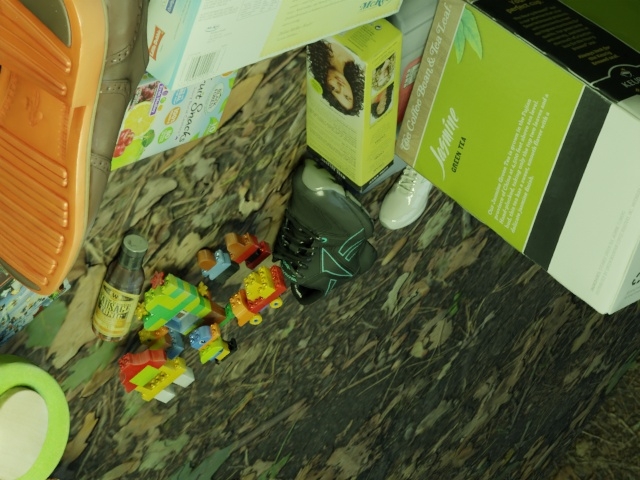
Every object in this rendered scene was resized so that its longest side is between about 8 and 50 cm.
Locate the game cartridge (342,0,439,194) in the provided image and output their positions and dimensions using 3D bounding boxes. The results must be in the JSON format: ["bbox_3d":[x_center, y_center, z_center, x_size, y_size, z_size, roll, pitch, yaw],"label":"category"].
[{"bbox_3d":[0.119,-0.194,1.943,0.196,0.060,0.294,-39,157,-32],"label":"game cartridge"}]

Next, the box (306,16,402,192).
[{"bbox_3d":[0.033,-0.150,1.810,0.058,0.087,0.232,-41,156,-22],"label":"box"}]

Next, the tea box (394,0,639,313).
[{"bbox_3d":[0.318,-0.133,1.867,0.329,0.323,0.220,-18,137,-40],"label":"tea box"}]

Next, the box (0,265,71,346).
[{"bbox_3d":[-0.298,0.059,1.622,0.137,0.027,0.094,-41,158,-16],"label":"box"}]

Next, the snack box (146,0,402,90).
[{"bbox_3d":[-0.014,-0.260,1.574,0.322,0.060,0.187,-25,149,-44],"label":"snack box"}]

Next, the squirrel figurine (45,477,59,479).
[{"bbox_3d":[-0.378,0.355,1.744,0.397,0.281,0.370,-40,151,-56],"label":"squirrel figurine"}]

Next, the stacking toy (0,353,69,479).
[{"bbox_3d":[-0.322,0.180,1.458,0.279,0.130,0.309,-46,126,-25],"label":"stacking toy"}]

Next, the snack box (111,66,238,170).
[{"bbox_3d":[-0.140,-0.128,1.590,0.141,0.037,0.100,-25,150,-45],"label":"snack box"}]

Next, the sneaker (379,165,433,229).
[{"bbox_3d":[0.118,-0.082,2.135,0.152,0.053,0.061,-52,149,-7],"label":"sneaker"}]

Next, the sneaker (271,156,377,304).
[{"bbox_3d":[0.000,0.000,1.979,0.106,0.101,0.267,-42,157,-10],"label":"sneaker"}]

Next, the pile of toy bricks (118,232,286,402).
[{"bbox_3d":[-0.144,0.068,1.855,0.212,0.118,0.105,-40,134,24],"label":"pile of toy bricks"}]

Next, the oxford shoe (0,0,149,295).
[{"bbox_3d":[-0.198,-0.099,1.424,0.133,0.130,0.364,-39,159,-41],"label":"oxford shoe"}]

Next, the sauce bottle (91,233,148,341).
[{"bbox_3d":[-0.201,0.047,1.766,0.042,0.042,0.128,-28,148,-41],"label":"sauce bottle"}]
